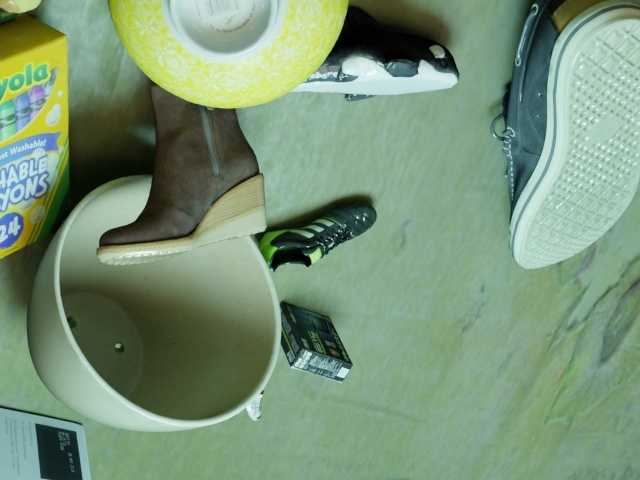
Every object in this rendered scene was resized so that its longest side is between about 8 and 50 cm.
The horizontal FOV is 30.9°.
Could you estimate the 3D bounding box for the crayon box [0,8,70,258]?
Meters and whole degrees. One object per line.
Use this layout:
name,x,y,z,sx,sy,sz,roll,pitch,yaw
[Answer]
crayon box,-0.395,-0.126,1.350,0.203,0.083,0.323,-32,140,-42

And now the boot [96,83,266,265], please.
boot,-0.186,-0.087,1.421,0.248,0.090,0.207,-16,90,-37

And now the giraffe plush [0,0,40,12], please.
giraffe plush,-0.294,-0.329,1.208,0.210,0.170,0.181,-32,111,9

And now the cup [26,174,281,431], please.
cup,-0.252,0.111,1.523,0.331,0.331,0.237,24,144,-31

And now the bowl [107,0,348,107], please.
bowl,-0.106,-0.275,1.292,0.289,0.156,0.290,-1,110,-2

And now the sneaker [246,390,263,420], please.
sneaker,-0.103,0.250,1.820,0.037,0.032,0.083,-22,130,0

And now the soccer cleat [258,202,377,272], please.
soccer cleat,0.000,0.000,1.639,0.178,0.072,0.060,-19,129,-3

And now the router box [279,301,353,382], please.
router box,-0.014,0.150,1.715,0.092,0.122,0.038,20,113,-30

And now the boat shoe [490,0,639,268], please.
boat shoe,0.337,-0.151,1.589,0.186,0.156,0.500,-17,141,-11

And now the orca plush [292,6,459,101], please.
orca plush,0.034,-0.242,1.485,0.287,0.102,0.151,-6,173,-1

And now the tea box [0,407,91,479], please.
tea box,-0.485,0.469,1.672,0.220,0.329,0.324,17,118,-28
